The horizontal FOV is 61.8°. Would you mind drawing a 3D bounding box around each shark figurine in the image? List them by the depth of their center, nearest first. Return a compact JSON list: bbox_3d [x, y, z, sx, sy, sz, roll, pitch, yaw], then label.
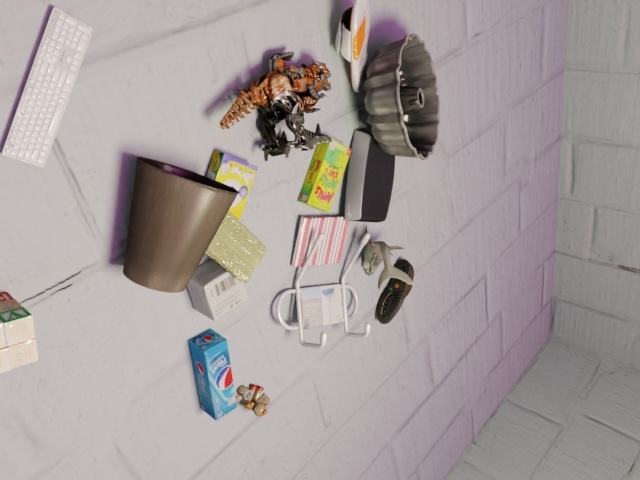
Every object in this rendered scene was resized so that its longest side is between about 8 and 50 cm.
[{"bbox_3d":[0.199,0.041,1.563,0.116,0.278,0.166,-2,96,-9],"label":"shark figurine"}]

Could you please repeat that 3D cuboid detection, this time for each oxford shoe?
[{"bbox_3d":[0.264,0.184,1.807,0.096,0.083,0.227,36,79,-53],"label":"oxford shoe"}]

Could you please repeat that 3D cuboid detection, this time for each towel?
[{"bbox_3d":[-0.191,0.014,1.180,0.148,0.027,0.110,43,61,-25],"label":"towel"},{"bbox_3d":[0.000,0.000,1.488,0.197,0.029,0.144,-3,110,-46],"label":"towel"}]

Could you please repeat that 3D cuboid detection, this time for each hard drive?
[{"bbox_3d":[0.147,-0.177,1.534,0.172,0.054,0.254,1,98,-48],"label":"hard drive"}]

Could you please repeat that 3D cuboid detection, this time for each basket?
[{"bbox_3d":[-0.297,-0.025,1.061,0.204,0.154,0.227,19,98,-17],"label":"basket"}]

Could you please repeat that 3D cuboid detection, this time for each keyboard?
[{"bbox_3d":[-0.457,-0.253,0.897,0.072,0.014,0.256,19,91,-49],"label":"keyboard"}]

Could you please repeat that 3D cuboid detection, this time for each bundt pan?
[{"bbox_3d":[0.215,-0.378,1.447,0.331,0.124,0.331,2,88,-61],"label":"bundt pan"}]

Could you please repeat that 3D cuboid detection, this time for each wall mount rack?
[{"bbox_3d":[0.036,0.135,1.506,0.350,0.130,0.304,-1,86,-49],"label":"wall mount rack"}]

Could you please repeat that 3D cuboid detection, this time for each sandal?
[{"bbox_3d":[0.073,-0.486,1.337,0.265,0.076,0.102,86,26,-54],"label":"sandal"}]

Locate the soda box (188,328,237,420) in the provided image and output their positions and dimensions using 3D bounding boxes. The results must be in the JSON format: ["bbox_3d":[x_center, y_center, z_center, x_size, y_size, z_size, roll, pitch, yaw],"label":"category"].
[{"bbox_3d":[-0.260,0.327,1.300,0.067,0.071,0.210,-25,123,-39],"label":"soda box"}]

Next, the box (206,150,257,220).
[{"bbox_3d":[-0.216,-0.099,1.200,0.105,0.043,0.179,16,95,-49],"label":"box"}]

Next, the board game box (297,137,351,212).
[{"bbox_3d":[0.012,-0.174,1.415,0.092,0.043,0.181,18,92,-49],"label":"board game box"}]

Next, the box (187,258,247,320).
[{"bbox_3d":[-0.239,0.109,1.223,0.101,0.087,0.102,-33,128,-36],"label":"box"}]

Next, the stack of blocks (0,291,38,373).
[{"bbox_3d":[-0.598,0.177,0.798,0.297,0.171,0.087,-15,116,-44],"label":"stack of blocks"}]

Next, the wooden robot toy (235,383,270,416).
[{"bbox_3d":[-0.174,0.435,1.432,0.173,0.079,0.076,32,81,-49],"label":"wooden robot toy"}]

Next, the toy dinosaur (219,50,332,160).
[{"bbox_3d":[-0.093,-0.304,1.208,0.322,0.164,0.218,-24,109,-18],"label":"toy dinosaur"}]
